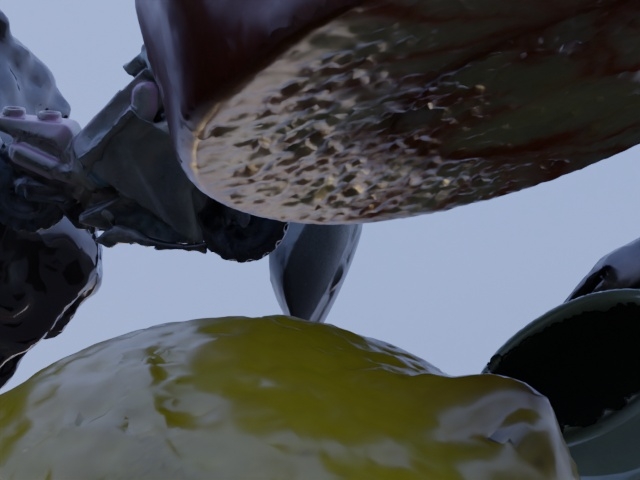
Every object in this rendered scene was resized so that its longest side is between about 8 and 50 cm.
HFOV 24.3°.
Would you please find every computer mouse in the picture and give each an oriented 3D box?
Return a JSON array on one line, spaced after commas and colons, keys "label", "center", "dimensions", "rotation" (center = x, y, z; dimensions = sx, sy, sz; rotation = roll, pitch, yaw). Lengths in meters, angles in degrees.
[{"label": "computer mouse", "center": [0.000, 0.000, 1.598], "dimensions": [0.090, 0.379, 0.167], "rotation": [-3, -21, 15]}]

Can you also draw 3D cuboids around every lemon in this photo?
[{"label": "lemon", "center": [-0.032, 0.191, 0.494], "dimensions": [0.336, 0.336, 0.336], "rotation": [-10, -38, -8]}]

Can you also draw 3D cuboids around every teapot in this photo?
[{"label": "teapot", "center": [0.141, 0.101, 0.697], "dimensions": [0.294, 0.193, 0.129], "rotation": [-6, -58, 46]}]

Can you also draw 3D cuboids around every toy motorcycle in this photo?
[{"label": "toy motorcycle", "center": [-0.139, -0.093, 1.150], "dimensions": [0.239, 0.108, 0.204], "rotation": [4, -75, -10]}]

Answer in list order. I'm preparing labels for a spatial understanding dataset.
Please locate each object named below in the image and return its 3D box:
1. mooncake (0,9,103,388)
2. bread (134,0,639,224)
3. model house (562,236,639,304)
[{"label": "mooncake", "center": [-0.371, -0.021, 1.393], "dimensions": [0.350, 0.381, 0.212], "rotation": [-28, -42, 20]}, {"label": "bread", "center": [0.073, -0.110, 0.598], "dimensions": [0.295, 0.114, 0.328], "rotation": [-14, -14, -13]}, {"label": "model house", "center": [0.283, 0.168, 1.030], "dimensions": [0.317, 0.282, 0.297], "rotation": [-20, -38, -47]}]
